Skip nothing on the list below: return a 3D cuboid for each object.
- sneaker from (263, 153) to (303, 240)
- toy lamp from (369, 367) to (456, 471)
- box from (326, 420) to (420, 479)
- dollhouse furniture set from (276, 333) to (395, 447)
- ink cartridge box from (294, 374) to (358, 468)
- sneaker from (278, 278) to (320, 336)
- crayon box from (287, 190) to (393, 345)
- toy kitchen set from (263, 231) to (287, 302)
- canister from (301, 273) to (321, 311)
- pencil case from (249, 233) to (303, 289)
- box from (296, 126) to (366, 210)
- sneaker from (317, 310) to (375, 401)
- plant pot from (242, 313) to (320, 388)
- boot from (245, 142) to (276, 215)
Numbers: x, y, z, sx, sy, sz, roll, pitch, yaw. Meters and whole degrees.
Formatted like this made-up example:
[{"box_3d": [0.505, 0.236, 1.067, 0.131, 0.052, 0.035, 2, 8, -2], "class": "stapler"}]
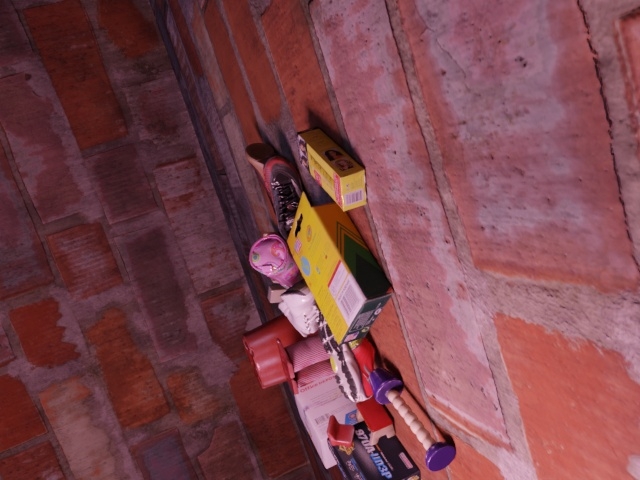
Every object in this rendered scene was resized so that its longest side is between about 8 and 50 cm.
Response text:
[{"box_3d": [-0.083, -0.100, 1.506, 0.135, 0.098, 0.276, -115, 8, -66], "class": "sneaker"}, {"box_3d": [0.194, 0.390, 1.248, 0.274, 0.080, 0.080, 46, 152, 54], "class": "toy lamp"}, {"box_3d": [0.140, 0.597, 1.504, 0.220, 0.175, 0.051, -131, 24, -53], "class": "box"}, {"box_3d": [0.035, 0.417, 1.590, 0.374, 0.201, 0.152, -128, 24, -50], "class": "dollhouse furniture set"}, {"box_3d": [0.038, 0.599, 1.865, 0.232, 0.171, 0.168, -128, 23, -48], "class": "ink cartridge box"}, {"box_3d": [-0.037, 0.181, 1.491, 0.129, 0.111, 0.297, 57, 167, 13], "class": "sneaker"}, {"box_3d": [0.033, 0.056, 1.292, 0.318, 0.081, 0.202, 61, 149, 28], "class": "crayon box"}, {"box_3d": [-0.139, 0.093, 2.004, 0.166, 0.122, 0.207, -132, 47, -55], "class": "toy kitchen set"}, {"box_3d": [0.008, 0.139, 1.575, 0.126, 0.073, 0.170, 93, 154, -54], "class": "canister"}, {"box_3d": [-0.111, 0.073, 1.649, 0.124, 0.124, 0.284, 64, -175, 21], "class": "pencil case"}, {"box_3d": [0.020, -0.158, 1.181, 0.232, 0.058, 0.087, -128, 24, -47], "class": "box"}, {"box_3d": [0.079, 0.267, 1.415, 0.107, 0.118, 0.279, -26, 77, 54], "class": "sneaker"}, {"box_3d": [-0.119, 0.375, 1.941, 0.272, 0.265, 0.272, 160, 90, -74], "class": "plant pot"}, {"box_3d": [-0.158, -0.171, 1.708, 0.248, 0.090, 0.206, 49, 152, 44], "class": "boot"}]
